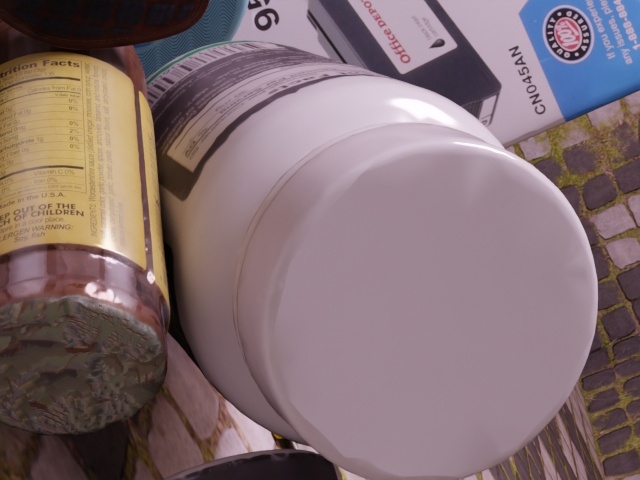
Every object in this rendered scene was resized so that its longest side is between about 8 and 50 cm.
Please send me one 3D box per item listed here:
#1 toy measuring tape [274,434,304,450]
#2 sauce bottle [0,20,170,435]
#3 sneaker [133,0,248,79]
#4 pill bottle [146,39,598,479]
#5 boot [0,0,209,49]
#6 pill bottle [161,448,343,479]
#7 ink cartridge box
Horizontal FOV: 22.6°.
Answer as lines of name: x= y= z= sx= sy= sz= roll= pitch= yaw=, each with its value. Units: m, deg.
toy measuring tape: x=0.017 y=0.121 z=1.253 sx=0.330 sy=0.121 sz=0.121 roll=69 pitch=12 yaw=8
sauce bottle: x=-0.144 y=-0.051 z=0.883 sx=0.111 sy=0.111 sz=0.344 roll=56 pitch=16 yaw=-40
sneaker: x=-0.119 y=-0.275 z=1.152 sx=0.319 sy=0.127 sz=0.208 roll=102 pitch=-17 yaw=-47
pill bottle: x=0.000 y=0.000 z=0.919 sx=0.204 sy=0.204 sz=0.361 roll=62 pitch=-10 yaw=-20
boot: x=-0.169 y=-0.167 z=0.852 sx=0.219 sy=0.082 sz=0.106 roll=7 pitch=36 yaw=-25
pill bottle: x=-0.019 y=0.243 z=0.826 sx=0.130 sy=0.130 sz=0.246 roll=43 pitch=26 yaw=-62
ink cartridge box: x=0.056 y=-0.189 z=1.336 sx=0.285 sy=0.395 sz=0.166 roll=66 pitch=14 yaw=-3
